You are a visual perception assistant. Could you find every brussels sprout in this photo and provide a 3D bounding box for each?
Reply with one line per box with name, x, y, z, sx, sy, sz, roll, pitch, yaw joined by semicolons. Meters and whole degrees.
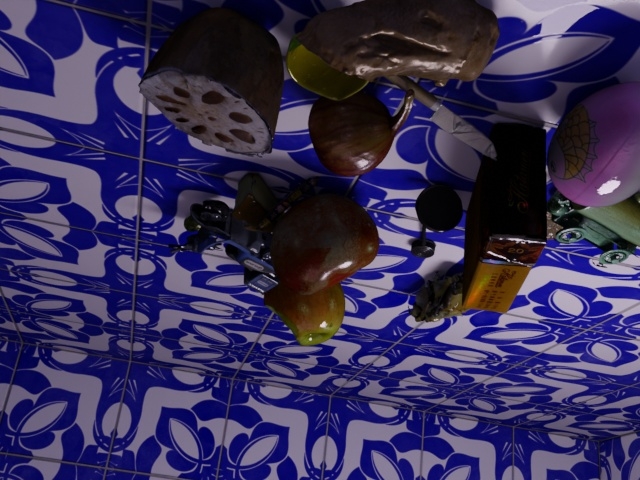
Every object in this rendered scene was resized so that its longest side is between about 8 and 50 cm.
brussels sprout;-0.336;-0.041;2.043;0.051;0.046;0.083;-15;157;32

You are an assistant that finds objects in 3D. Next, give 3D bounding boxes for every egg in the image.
egg;0.528;-0.177;1.350;0.196;0.196;0.271;13;139;-12

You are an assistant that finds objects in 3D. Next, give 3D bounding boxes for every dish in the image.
dish;0.016;-0.329;1.284;0.148;0.080;0.208;4;156;11

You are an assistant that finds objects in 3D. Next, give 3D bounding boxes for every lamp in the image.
lamp;0.265;-0.009;1.865;0.130;0.108;0.371;8;155;-4

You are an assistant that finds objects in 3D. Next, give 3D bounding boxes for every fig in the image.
fig;0.087;-0.212;1.430;0.207;0.175;0.175;-9;153;9

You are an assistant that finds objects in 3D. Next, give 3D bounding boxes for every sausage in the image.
sausage;-0.080;-0.089;1.774;0.198;0.028;0.025;-39;175;8

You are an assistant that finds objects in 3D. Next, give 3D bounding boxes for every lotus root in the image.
lotus root;-0.173;-0.286;1.307;0.272;0.192;0.272;14;166;4

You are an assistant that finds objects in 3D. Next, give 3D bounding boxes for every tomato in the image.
tomato;0.000;0.000;1.801;0.270;0.223;0.270;-27;170;-5

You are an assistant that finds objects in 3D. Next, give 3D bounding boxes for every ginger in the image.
ginger;0.129;-0.319;1.157;0.354;0.126;0.190;-14;131;-20

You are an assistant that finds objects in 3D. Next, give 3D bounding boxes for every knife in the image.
knife;0.224;-0.239;1.399;0.298;0.017;0.047;31;123;-15

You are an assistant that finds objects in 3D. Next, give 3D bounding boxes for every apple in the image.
apple;-0.045;0.199;2.228;0.246;0.226;0.246;-13;162;-4

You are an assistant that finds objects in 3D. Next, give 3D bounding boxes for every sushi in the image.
sushi;0.377;0.170;2.220;0.139;0.131;0.291;-8;155;-24

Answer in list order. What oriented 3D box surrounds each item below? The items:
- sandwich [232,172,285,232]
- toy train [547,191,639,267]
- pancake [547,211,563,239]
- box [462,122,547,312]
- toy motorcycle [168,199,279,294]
sandwich;-0.159;-0.086;1.838;0.088;0.090;0.244;-6;155;17
toy train;0.651;-0.041;1.676;0.307;0.126;0.189;24;150;-31
pancake;0.539;-0.037;1.833;0.151;0.025;0.151;7;156;3
box;0.389;-0.033;1.602;0.115;0.264;0.415;6;155;5
toy motorcycle;-0.229;0.014;1.998;0.212;0.125;0.358;-33;131;33
